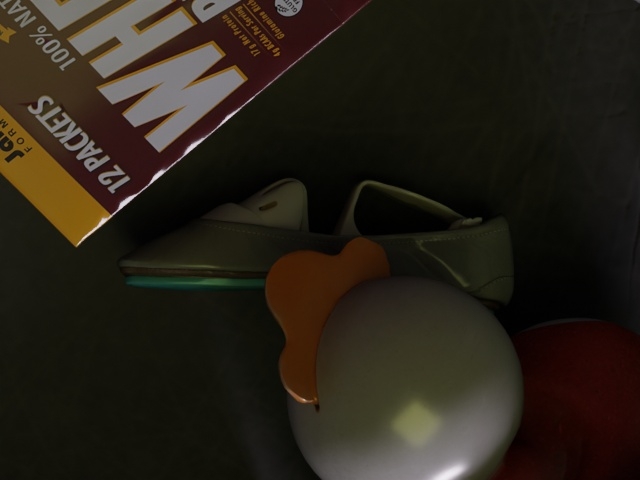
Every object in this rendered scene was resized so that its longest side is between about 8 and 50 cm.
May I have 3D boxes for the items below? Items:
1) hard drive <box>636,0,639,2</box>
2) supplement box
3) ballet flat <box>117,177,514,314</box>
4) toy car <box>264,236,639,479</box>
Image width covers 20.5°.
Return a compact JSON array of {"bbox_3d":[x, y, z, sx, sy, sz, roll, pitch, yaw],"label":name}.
[{"bbox_3d":[0.194,-0.280,0.783,0.233,0.047,0.353,24,89,-18],"label":"hard drive"},{"bbox_3d":[-0.082,-0.136,0.775,0.194,0.191,0.129,-39,115,8],"label":"supplement box"},{"bbox_3d":[0.000,0.000,0.932,0.213,0.072,0.068,6,85,-14],"label":"ballet flat"},{"bbox_3d":[0.069,0.079,0.865,0.219,0.210,0.238,-20,118,45],"label":"toy car"}]
